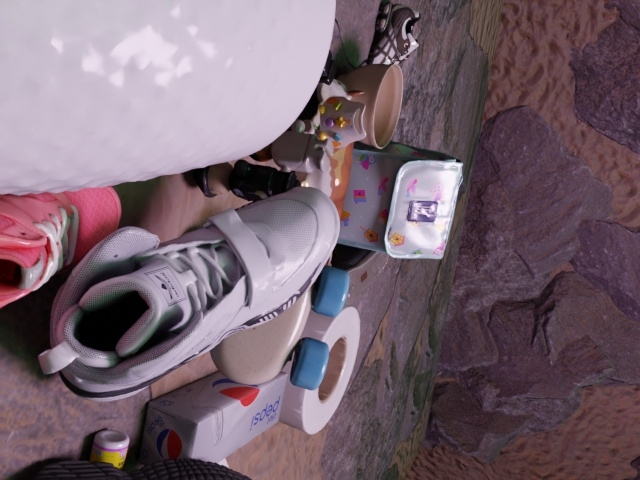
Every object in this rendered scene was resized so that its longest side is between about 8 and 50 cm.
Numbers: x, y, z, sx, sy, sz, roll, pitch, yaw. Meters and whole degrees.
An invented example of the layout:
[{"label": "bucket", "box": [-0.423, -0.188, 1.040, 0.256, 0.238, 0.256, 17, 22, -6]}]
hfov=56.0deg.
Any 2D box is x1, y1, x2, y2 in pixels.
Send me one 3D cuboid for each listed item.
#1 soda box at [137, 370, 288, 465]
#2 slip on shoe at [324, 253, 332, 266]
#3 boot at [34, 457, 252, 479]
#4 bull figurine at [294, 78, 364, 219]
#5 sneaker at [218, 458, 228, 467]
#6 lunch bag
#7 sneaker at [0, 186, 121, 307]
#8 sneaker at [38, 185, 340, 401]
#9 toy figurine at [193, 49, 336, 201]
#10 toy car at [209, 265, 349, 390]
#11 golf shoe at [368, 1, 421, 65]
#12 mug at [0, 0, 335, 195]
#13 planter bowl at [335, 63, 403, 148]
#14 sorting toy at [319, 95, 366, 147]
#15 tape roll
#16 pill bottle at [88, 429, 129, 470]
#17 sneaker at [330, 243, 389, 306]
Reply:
[{"label": "soda box", "box": [-0.160, 0.278, 0.971, 0.286, 0.091, 0.098, -4, 108, -67]}, {"label": "slip on shoe", "box": [0.000, 0.000, 1.238, 0.041, 0.051, 0.135, -63, 153, -59]}, {"label": "boot", "box": [-0.225, 0.399, 0.751, 0.338, 0.118, 0.223, 19, 91, -32]}, {"label": "bull figurine", "box": [-0.005, -0.142, 1.062, 0.188, 0.101, 0.310, -19, 116, -55]}, {"label": "sneaker", "box": [-0.220, 0.442, 0.954, 0.095, 0.090, 0.235, 36, 69, -57]}, {"label": "lunch bag", "box": [0.155, -0.088, 1.260, 0.160, 0.262, 0.223, -33, 134, -59]}, {"label": "sneaker", "box": [-0.262, 0.013, 0.499, 0.314, 0.136, 0.116, -26, 129, -62]}, {"label": "sneaker", "box": [-0.117, 0.042, 0.631, 0.365, 0.137, 0.210, -33, 175, -16]}, {"label": "toy figurine", "box": [-0.078, -0.166, 0.828, 0.209, 0.148, 0.213, -52, 147, -55]}, {"label": "toy car", "box": [-0.096, 0.103, 0.944, 0.238, 0.219, 0.210, 167, -61, -82]}, {"label": "golf shoe", "box": [0.159, -0.404, 1.293, 0.077, 0.093, 0.198, -28, 130, -63]}, {"label": "mug", "box": [-0.205, -0.210, 0.378, 0.328, 0.276, 0.374, -24, 96, -54]}, {"label": "planter bowl", "box": [0.084, -0.270, 1.176, 0.162, 0.109, 0.162, -49, 147, -48]}, {"label": "sorting toy", "box": [0.039, -0.188, 0.952, 0.045, 0.075, 0.083, -16, 107, -54]}, {"label": "tape roll", "box": [-0.014, 0.263, 1.301, 0.286, 0.100, 0.286, -46, 144, -50]}, {"label": "pill bottle", "box": [-0.274, 0.289, 0.769, 0.043, 0.043, 0.083, 4, 101, -68]}, {"label": "sneaker", "box": [0.042, 0.066, 1.304, 0.222, 0.118, 0.083, -34, 130, -42]}]
